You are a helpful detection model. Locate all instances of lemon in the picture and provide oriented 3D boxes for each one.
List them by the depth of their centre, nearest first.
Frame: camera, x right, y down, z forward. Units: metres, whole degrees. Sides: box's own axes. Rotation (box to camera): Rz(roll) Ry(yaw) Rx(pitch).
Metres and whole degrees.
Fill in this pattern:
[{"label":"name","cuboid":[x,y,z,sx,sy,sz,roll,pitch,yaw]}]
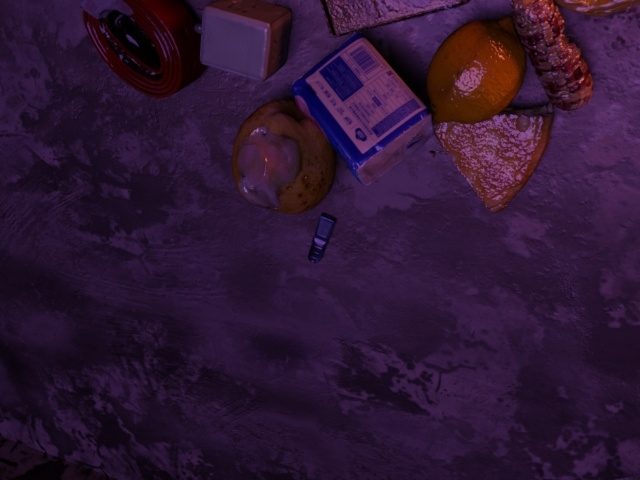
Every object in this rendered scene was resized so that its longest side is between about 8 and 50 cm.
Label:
[{"label":"lemon","cuboid":[0.315,-0.343,1.533,0.188,0.188,0.257,36,113,-1]}]

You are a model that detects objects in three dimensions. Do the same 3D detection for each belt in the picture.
[{"label":"belt","cuboid":[-0.424,-0.498,1.785,0.324,0.115,0.227,47,130,-6]}]

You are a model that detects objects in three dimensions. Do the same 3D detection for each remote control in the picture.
[{"label":"remote control","cuboid":[0.001,-0.001,1.979,0.043,0.027,0.153,26,124,11]}]

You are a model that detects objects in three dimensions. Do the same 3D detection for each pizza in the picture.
[{"label":"pizza","cuboid":[0.359,-0.235,1.661,0.287,0.075,0.280,33,123,3]}]

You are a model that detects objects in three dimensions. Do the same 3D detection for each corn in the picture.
[{"label":"corn","cuboid":[0.456,-0.375,1.469,0.098,0.098,0.290,-15,133,29]}]

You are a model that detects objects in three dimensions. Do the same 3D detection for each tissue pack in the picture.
[{"label":"tissue pack","cuboid":[0.092,-0.281,1.615,0.209,0.137,0.270,-39,67,5]}]

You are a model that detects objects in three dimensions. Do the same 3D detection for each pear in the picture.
[{"label":"pear","cuboid":[-0.085,-0.198,1.776,0.271,0.271,0.271,11,123,17]}]

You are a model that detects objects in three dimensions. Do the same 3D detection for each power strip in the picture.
[{"label":"power strip","cuboid":[-0.196,-0.471,1.701,0.224,0.140,0.139,18,126,11]}]

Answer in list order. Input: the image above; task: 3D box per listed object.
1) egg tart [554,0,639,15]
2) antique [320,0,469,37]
[{"label":"egg tart","cuboid":[0.518,-0.565,1.359,0.293,0.123,0.294,10,125,15]},{"label":"antique","cuboid":[0.160,-0.510,1.562,0.309,0.087,0.093,-6,116,26]}]
